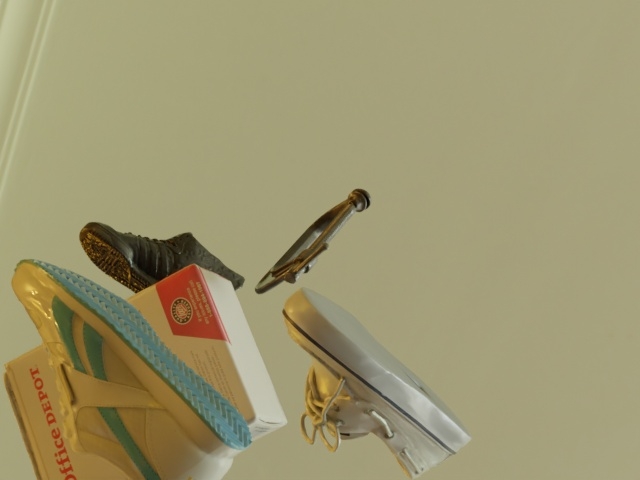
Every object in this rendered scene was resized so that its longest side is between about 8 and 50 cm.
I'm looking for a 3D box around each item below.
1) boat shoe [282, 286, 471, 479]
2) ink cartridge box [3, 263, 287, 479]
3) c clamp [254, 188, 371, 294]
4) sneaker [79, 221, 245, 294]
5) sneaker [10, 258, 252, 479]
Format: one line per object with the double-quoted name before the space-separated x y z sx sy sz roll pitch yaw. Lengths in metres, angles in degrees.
"boat shoe" 0.038 0.204 1.596 0.156 0.136 0.367 -43 -47 4
"ink cartridge box" -0.163 0.143 1.167 0.218 0.158 0.092 -27 -18 11
"c clamp" 0.000 0.000 1.152 0.022 0.160 0.137 47 -49 -7
"sneaker" -0.166 0.020 1.331 0.170 0.089 0.051 40 -40 -9
"sneaker" -0.156 0.099 0.905 0.092 0.229 0.087 -51 -25 8
